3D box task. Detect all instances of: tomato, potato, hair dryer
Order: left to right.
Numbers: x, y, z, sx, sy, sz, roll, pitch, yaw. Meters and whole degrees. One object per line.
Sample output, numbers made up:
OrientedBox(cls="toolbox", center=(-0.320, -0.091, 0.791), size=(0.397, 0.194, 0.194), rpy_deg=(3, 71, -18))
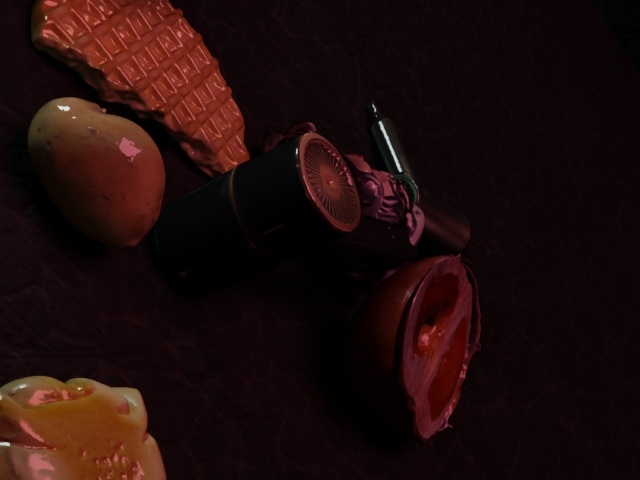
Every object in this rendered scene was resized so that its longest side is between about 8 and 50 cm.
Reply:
OrientedBox(cls="potato", center=(-0.197, -0.064, 1.170), size=(0.147, 0.112, 0.112), rpy_deg=(48, 29, -12))
OrientedBox(cls="hair dryer", center=(0.000, 0.000, 1.371), size=(0.352, 0.189, 0.107), rpy_deg=(18, 53, -56))
OrientedBox(cls="tomato", center=(0.096, 0.109, 1.483), size=(0.199, 0.112, 0.228), rpy_deg=(-54, 145, -36))
OrientedBox(cls="hair dryer", center=(0.126, -0.090, 1.816), size=(0.195, 0.078, 0.248), rpy_deg=(28, 36, -50))

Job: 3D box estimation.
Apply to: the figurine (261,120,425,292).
OrientedBox(cls="figurine", center=(0.027, -0.032, 1.522), size=(0.222, 0.145, 0.145), rpy_deg=(34, 36, -27))

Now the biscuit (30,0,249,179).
OrientedBox(cls="biscuit", center=(-0.178, -0.194, 1.397), size=(0.309, 0.040, 0.204), rpy_deg=(38, 35, -39))

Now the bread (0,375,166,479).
OrientedBox(cls="bread", center=(-0.170, 0.246, 0.901), size=(0.173, 0.121, 0.311), rpy_deg=(14, 53, -52))
